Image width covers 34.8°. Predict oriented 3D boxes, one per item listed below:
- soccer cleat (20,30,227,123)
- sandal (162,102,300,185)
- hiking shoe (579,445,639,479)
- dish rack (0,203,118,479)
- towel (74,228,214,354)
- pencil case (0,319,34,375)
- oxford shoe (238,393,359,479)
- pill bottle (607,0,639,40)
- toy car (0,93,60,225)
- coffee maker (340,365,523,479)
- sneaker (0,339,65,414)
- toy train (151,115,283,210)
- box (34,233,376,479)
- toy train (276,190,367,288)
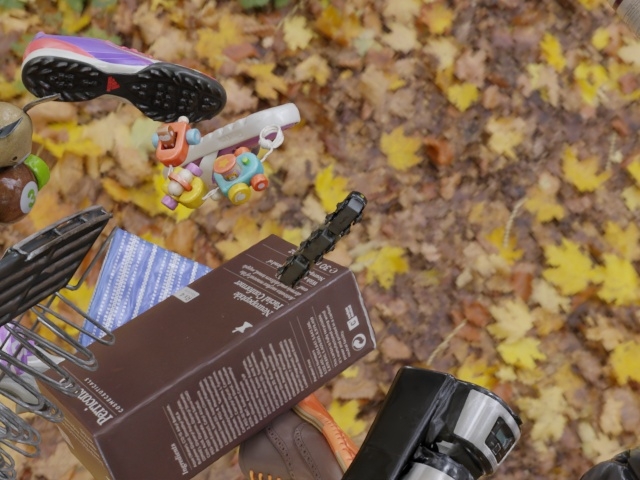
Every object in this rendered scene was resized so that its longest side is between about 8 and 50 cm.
[{"bbox_3d":[-0.303,-0.265,1.604,0.318,0.109,0.116,7,42,-16],"label":"soccer cleat"},{"bbox_3d":[-0.180,-0.153,1.960,0.169,0.416,0.102,-20,89,-34],"label":"sandal"},{"bbox_3d":[0.196,0.074,0.307,0.114,0.226,0.086,-10,92,-60],"label":"hiking shoe"},{"bbox_3d":[-0.196,0.105,0.594,0.074,0.271,0.208,35,15,-1],"label":"dish rack"},{"bbox_3d":[-0.193,0.137,1.584,0.336,0.040,0.243,24,50,-18],"label":"towel"},{"bbox_3d":[-0.508,0.157,1.403,0.206,0.088,0.086,-4,71,0],"label":"pencil case"},{"bbox_3d":[-0.018,0.285,1.270,0.132,0.363,0.130,-38,116,-6],"label":"oxford shoe"},{"bbox_3d":[0.314,-0.207,0.847,0.121,0.121,0.221,-31,79,-36],"label":"pill bottle"},{"bbox_3d":[-0.394,-0.114,1.284,0.149,0.188,0.155,45,37,-13],"label":"toy car"},{"bbox_3d":[0.073,0.208,0.926,0.171,0.120,0.178,21,59,21],"label":"coffee maker"},{"bbox_3d":[-0.395,0.225,1.543,0.271,0.100,0.108,19,70,-13],"label":"sneaker"},{"bbox_3d":[-0.129,-0.097,1.139,0.046,0.166,0.125,49,47,-54],"label":"toy train"},{"bbox_3d":[-0.141,0.154,1.291,0.381,0.191,0.143,-34,122,-24],"label":"box"},{"bbox_3d":[0.000,0.000,0.939,0.027,0.158,0.036,37,51,-5],"label":"toy train"}]
